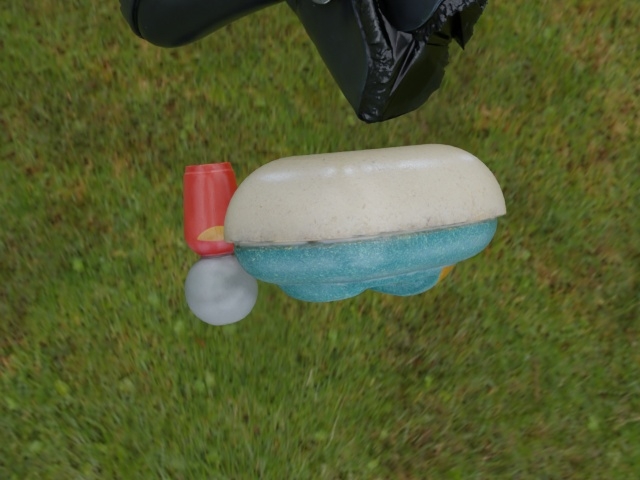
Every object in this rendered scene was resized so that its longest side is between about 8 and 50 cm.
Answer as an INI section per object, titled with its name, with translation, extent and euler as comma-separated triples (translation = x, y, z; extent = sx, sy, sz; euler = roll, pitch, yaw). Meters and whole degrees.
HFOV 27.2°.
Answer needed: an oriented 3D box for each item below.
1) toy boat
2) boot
[toy boat]
translation = 0.000, 0.000, 1.123
extent = 0.267, 0.318, 0.148
euler = -9, 95, -47
[boot]
translation = -0.018, -0.157, 0.900
extent = 0.094, 0.246, 0.207
euler = -11, 64, -51
